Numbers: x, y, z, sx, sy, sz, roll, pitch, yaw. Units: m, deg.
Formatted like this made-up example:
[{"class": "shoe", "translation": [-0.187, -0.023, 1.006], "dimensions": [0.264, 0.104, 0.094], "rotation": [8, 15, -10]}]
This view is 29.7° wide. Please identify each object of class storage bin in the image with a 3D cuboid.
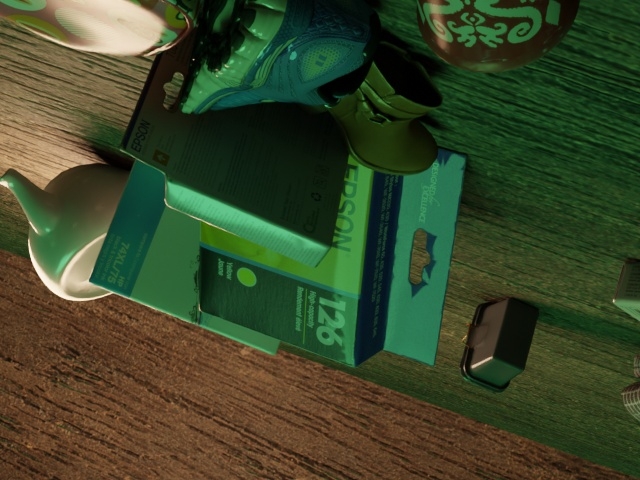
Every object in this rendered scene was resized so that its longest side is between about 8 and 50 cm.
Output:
[{"class": "storage bin", "translation": [0.275, 0.150, 1.848], "dimensions": [0.098, 0.135, 0.091], "rotation": [24, 155, -10]}]

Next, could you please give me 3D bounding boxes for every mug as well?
[{"class": "mug", "translation": [0.086, -0.202, 0.776], "dimensions": [0.150, 0.113, 0.169], "rotation": [14, 162, 21]}]

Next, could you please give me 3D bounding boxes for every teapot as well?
[{"class": "teapot", "translation": [-0.372, -0.038, 1.972], "dimensions": [0.187, 0.252, 0.256], "rotation": [55, 156, 23]}]

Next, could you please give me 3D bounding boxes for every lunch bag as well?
[{"class": "lunch bag", "translation": [-0.229, -0.257, 0.981], "dimensions": [0.293, 0.120, 0.258], "rotation": [24, 171, -20]}]

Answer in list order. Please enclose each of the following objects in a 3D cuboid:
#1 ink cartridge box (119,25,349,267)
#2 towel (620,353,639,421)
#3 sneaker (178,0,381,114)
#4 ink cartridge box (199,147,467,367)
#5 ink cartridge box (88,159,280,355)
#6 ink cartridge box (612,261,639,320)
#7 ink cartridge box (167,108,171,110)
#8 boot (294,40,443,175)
[{"class": "ink cartridge box", "translation": [-0.079, -0.102, 1.211], "dimensions": [0.224, 0.223, 0.045], "rotation": [26, 134, -13]}, {"class": "towel", "translation": [0.595, 0.243, 1.716], "dimensions": [0.283, 0.121, 0.235], "rotation": [21, 167, 2]}, {"class": "sneaker", "translation": [-0.035, -0.161, 1.060], "dimensions": [0.147, 0.130, 0.330], "rotation": [14, -179, -15]}, {"class": "ink cartridge box", "translation": [0.000, 0.000, 1.426], "dimensions": [0.307, 0.072, 0.304], "rotation": [18, 125, 21]}, {"class": "ink cartridge box", "translation": [-0.149, 0.006, 1.670], "dimensions": [0.270, 0.197, 0.198], "rotation": [22, -176, -4]}, {"class": "ink cartridge box", "translation": [0.522, 0.103, 1.410], "dimensions": [0.239, 0.060, 0.275], "rotation": [30, 164, -35]}, {"class": "ink cartridge box", "translation": [-0.125, -0.116, 1.608], "dimensions": [0.189, 0.066, 0.232], "rotation": [23, -172, -9]}, {"class": "boot", "translation": [0.074, -0.126, 1.180], "dimensions": [0.197, 0.073, 0.152], "rotation": [26, 162, -29]}]
